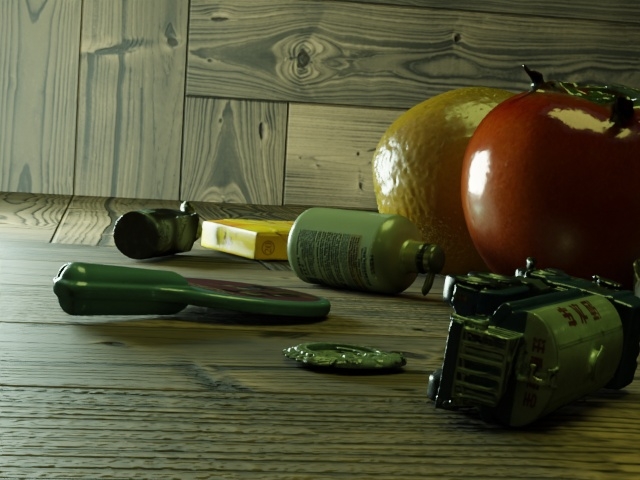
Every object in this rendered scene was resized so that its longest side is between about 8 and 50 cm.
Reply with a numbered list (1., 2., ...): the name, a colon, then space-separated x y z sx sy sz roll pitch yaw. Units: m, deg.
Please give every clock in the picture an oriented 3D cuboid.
1. clock: 0.014 0.074 0.856 0.074 0.010 0.083 0 4 -33

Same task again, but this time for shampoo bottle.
1. shampoo bottle: -0.185 -0.013 1.603 0.057 0.063 0.208 13 5 10
2. shampoo bottle: 0.050 0.011 1.316 0.162 0.079 0.079 6 4 38

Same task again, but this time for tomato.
1. tomato: 0.258 -0.047 1.280 0.256 0.224 0.256 6 7 -1

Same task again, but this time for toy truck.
1. toy truck: 0.123 0.055 0.755 0.088 0.074 0.202 11 7 28

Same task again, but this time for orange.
1. orange: 0.175 -0.063 1.507 0.236 0.236 0.236 3 4 0

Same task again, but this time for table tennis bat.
1. table tennis bat: -0.101 0.044 1.063 0.244 0.040 0.153 6 2 -43

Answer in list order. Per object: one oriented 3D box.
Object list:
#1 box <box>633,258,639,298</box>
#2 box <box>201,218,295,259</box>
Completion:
1. box: 0.318 0.047 1.150 0.098 0.062 0.045 0 0 -7
2. box: 0.000 0.000 1.725 0.269 0.043 0.152 2 4 -31
